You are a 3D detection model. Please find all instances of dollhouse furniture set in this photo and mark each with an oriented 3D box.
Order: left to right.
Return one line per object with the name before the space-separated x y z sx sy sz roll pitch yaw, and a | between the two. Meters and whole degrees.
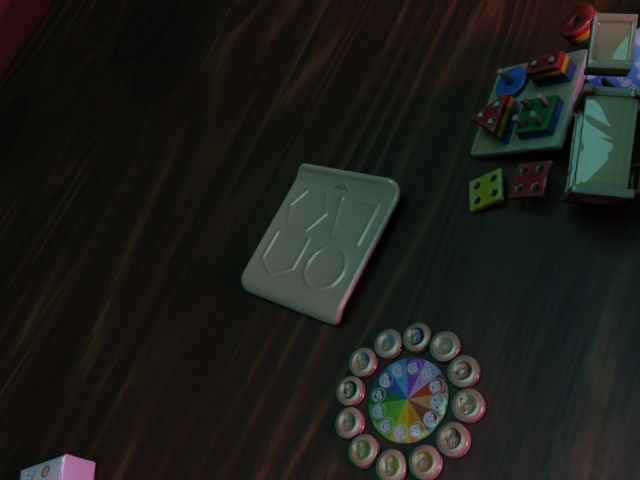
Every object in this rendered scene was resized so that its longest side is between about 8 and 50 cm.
dollhouse furniture set | 0.349 -0.124 0.681 0.161 0.101 0.182 8 89 14

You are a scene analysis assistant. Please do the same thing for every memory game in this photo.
memory game | 0.095 0.178 0.738 0.186 0.012 0.186 -19 51 25

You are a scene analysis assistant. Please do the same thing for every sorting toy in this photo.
sorting toy | 0.000 0.000 0.916 0.193 0.038 0.208 16 76 42
sorting toy | 0.244 -0.166 0.809 0.132 0.046 0.274 3 68 55

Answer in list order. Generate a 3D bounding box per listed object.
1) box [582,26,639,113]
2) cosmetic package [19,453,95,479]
box | 0.405 -0.213 0.755 0.178 0.042 0.109 -36 45 12
cosmetic package | -0.370 0.421 0.880 0.099 0.060 0.239 -23 50 21
